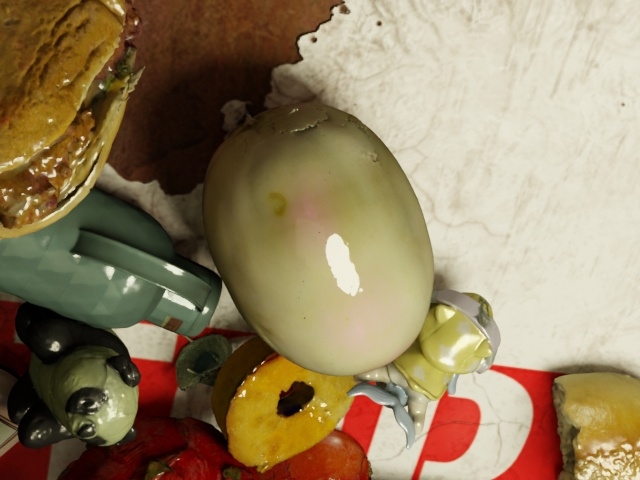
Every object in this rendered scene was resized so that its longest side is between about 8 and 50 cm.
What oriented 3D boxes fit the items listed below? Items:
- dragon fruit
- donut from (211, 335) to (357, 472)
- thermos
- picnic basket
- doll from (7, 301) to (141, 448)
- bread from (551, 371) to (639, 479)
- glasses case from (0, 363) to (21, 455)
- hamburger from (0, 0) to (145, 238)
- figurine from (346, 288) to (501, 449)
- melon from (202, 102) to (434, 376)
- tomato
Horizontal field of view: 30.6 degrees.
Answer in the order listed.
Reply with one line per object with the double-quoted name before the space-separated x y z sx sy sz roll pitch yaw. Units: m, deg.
"dragon fruit" -0.204 0.331 1.406 0.299 0.244 0.244 -2 124 18
"donut" -0.048 0.178 1.393 0.190 0.075 0.174 -29 129 -22
"thermos" -0.238 0.016 1.247 0.287 0.182 0.144 24 78 -19
"picnic basket" -0.143 0.145 1.398 0.083 0.065 0.083 -30 136 12
"doll" -0.271 0.150 1.295 0.135 0.234 0.143 4 97 -19
"bread" 0.398 0.313 1.495 0.192 0.171 0.314 -5 123 2
"glasses case" -0.478 0.253 1.421 0.314 0.075 0.122 -36 121 16
"hamburger" -0.278 -0.127 1.093 0.282 0.245 0.155 -21 159 -10
"figurine" 0.124 0.138 1.356 0.128 0.208 0.184 41 143 -2
"melon" 0.000 0.000 1.228 0.223 0.223 0.317 -21 118 7
"tomato" -0.013 0.335 1.506 0.173 0.099 0.189 -8 124 -3
